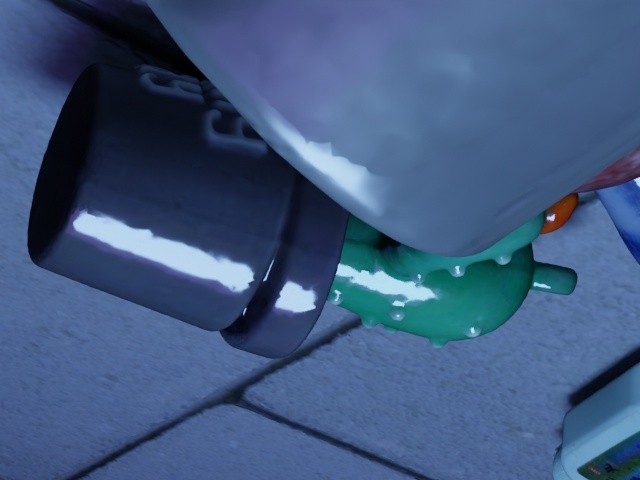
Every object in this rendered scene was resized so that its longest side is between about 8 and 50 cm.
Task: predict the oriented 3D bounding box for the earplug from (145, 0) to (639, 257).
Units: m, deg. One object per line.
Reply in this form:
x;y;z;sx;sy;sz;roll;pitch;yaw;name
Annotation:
0.118;-0.223;0.571;0.394;0.312;0.313;-35;133;19;earplug

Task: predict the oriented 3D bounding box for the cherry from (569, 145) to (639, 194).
0.124;-0.139;0.864;0.285;0.212;0.236;-26;155;14;cherry

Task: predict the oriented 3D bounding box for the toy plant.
0.006;-0.006;1.178;0.400;0.185;0.279;16;146;-21;toy plant

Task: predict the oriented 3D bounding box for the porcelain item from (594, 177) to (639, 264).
0.234;-0.054;1.066;0.259;0.141;0.141;39;142;-24;porcelain item

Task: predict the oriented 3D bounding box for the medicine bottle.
0.292;0.183;1.511;0.121;0.083;0.229;16;152;-14;medicine bottle
